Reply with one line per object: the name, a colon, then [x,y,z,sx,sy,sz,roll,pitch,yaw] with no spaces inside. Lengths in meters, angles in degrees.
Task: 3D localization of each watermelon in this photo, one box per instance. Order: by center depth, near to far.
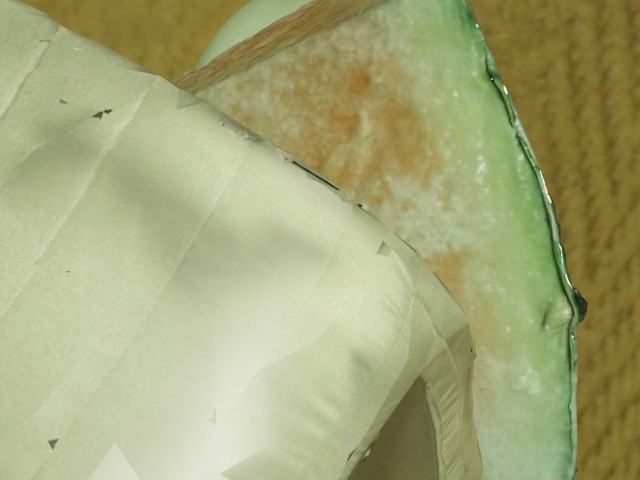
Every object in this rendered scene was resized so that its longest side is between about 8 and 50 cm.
watermelon: [0.012,-0.004,0.946,0.302,0.151,0.264,-12,97,29]

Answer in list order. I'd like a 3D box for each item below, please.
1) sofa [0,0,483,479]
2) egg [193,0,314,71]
sofa: [-0.079,0.076,0.451,0.176,0.225,0.210,28,75,16]
egg: [-0.012,-0.114,1.331,0.192,0.149,0.149,-33,85,-9]
